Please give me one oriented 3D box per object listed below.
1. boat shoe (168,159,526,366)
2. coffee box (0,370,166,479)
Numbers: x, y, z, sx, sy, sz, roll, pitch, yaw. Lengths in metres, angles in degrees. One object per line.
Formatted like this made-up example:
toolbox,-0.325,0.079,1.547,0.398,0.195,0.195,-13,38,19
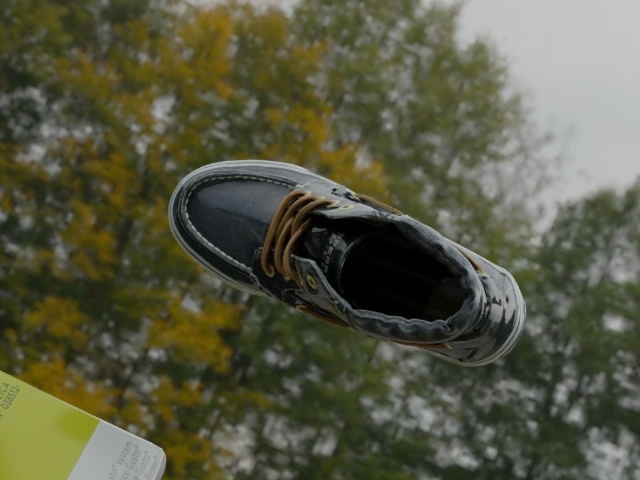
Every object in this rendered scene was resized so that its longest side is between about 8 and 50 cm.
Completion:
boat shoe,0.000,0.000,0.634,0.183,0.065,0.083,20,-4,23
coffee box,-0.327,0.250,0.764,0.334,0.338,0.338,26,-47,-2
